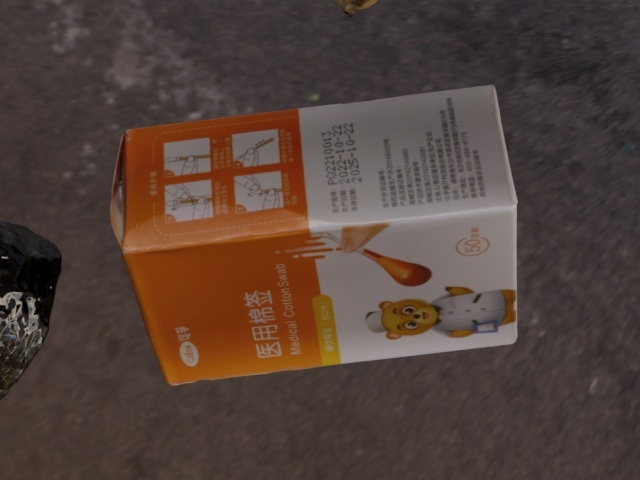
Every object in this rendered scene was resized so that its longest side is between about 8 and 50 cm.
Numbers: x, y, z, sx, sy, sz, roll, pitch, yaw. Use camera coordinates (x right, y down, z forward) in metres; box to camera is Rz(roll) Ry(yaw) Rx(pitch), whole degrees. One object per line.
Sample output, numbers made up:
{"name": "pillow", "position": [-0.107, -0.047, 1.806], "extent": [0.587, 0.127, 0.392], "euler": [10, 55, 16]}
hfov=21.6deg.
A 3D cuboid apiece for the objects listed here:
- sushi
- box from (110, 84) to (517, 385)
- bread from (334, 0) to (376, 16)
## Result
{"name": "sushi", "position": [-0.379, 0.054, 1.503], "extent": [0.350, 0.171, 0.210], "euler": [-5, 61, 54]}
{"name": "box", "position": [0.000, 0.000, 1.504], "extent": [0.341, 0.225, 0.143], "euler": [-8, 53, 1]}
{"name": "bread", "position": [0.049, -0.237, 1.007], "extent": [0.114, 0.132, 0.190], "euler": [48, 124, 0]}
